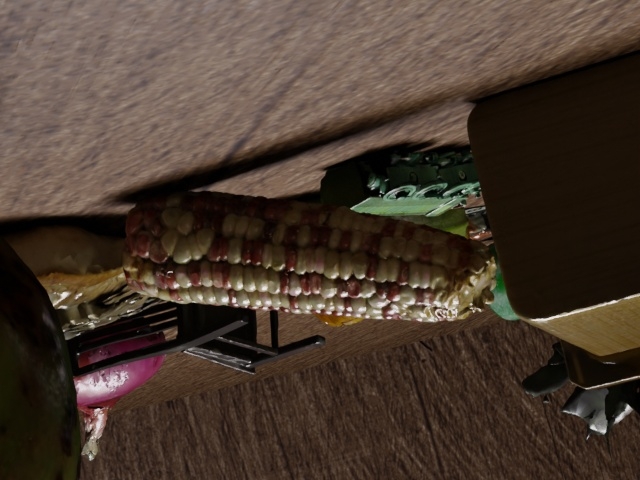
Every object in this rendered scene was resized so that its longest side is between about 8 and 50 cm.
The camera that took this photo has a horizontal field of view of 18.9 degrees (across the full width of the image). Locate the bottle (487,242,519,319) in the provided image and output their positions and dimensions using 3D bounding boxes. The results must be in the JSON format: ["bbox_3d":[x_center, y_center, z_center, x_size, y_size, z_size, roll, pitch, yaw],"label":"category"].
[{"bbox_3d":[0.309,0.002,1.930,0.330,0.093,0.093,-21,171,40],"label":"bottle"}]

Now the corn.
[{"bbox_3d":[-0.009,0.012,1.197,0.237,0.079,0.079,7,179,16],"label":"corn"}]

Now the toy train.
[{"bbox_3d":[0.063,-0.039,1.330,0.071,0.038,0.148,-19,171,32],"label":"toy train"}]

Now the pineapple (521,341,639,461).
[{"bbox_3d":[0.292,0.051,1.616,0.364,0.165,0.165,-38,-170,-38],"label":"pineapple"}]

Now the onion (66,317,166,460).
[{"bbox_3d":[-0.209,0.129,1.700,0.150,0.140,0.150,-2,-176,0],"label":"onion"}]

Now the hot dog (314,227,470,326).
[{"bbox_3d":[0.045,0.017,1.602,0.061,0.088,0.286,-13,167,-24],"label":"hot dog"}]

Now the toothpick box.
[{"bbox_3d":[0.215,-0.014,1.293,0.187,0.190,0.308,-14,170,15],"label":"toothpick box"}]

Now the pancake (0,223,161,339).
[{"bbox_3d":[-0.282,0.067,1.339,0.382,0.071,0.382,-16,175,-2],"label":"pancake"}]

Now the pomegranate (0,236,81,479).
[{"bbox_3d":[-0.244,0.120,0.898,0.242,0.306,0.242,28,-177,-2],"label":"pomegranate"}]

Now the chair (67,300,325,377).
[{"bbox_3d":[-0.107,0.066,1.575,0.212,0.084,0.101,-21,153,40],"label":"chair"}]

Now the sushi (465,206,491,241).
[{"bbox_3d":[0.127,-0.005,1.776,0.120,0.026,0.126,-8,171,-36],"label":"sushi"}]

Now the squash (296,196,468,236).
[{"bbox_3d":[0.000,0.000,1.409,0.229,0.066,0.066,-11,172,-22],"label":"squash"}]
